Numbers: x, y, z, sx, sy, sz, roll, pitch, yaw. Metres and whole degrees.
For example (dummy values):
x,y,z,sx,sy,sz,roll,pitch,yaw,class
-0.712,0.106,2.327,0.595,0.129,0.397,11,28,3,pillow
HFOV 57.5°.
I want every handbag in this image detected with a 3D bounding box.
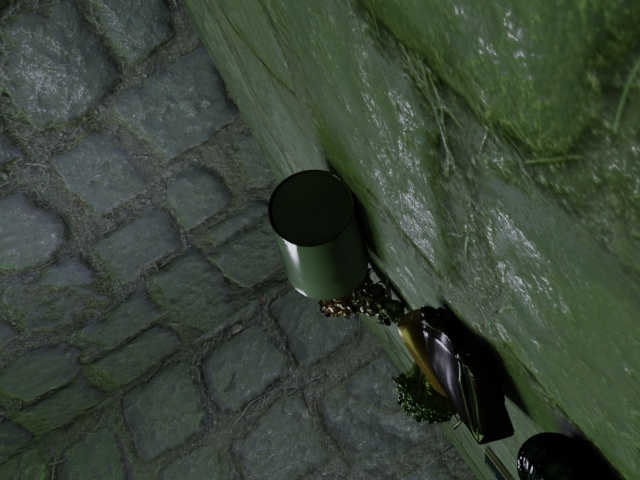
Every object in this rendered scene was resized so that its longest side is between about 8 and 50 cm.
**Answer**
x,y,z,sx,sy,sz,roll,pitch,yaw,class
0.334,0.300,1.366,0.285,0.113,0.257,-117,2,-64,handbag

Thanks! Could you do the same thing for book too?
x,y,z,sx,sy,sz,roll,pitch,yaw,class
0.703,0.908,2.253,0.191,0.025,0.269,52,174,33,book

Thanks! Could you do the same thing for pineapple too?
x,y,z,sx,sy,sz,roll,pitch,yaw,class
0.169,0.197,2.011,0.271,0.262,0.262,23,154,37,pineapple

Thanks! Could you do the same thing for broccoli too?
x,y,z,sx,sy,sz,roll,pitch,yaw,class
0.360,0.438,1.808,0.288,0.247,0.246,30,-119,-77,broccoli

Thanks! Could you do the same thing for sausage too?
x,y,z,sx,sy,sz,roll,pitch,yaw,class
0.333,0.340,1.633,0.328,0.112,0.112,56,175,-9,sausage

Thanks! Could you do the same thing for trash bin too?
x,y,z,sx,sy,sz,roll,pitch,yaw,class
0.000,0.000,1.784,0.280,0.280,0.432,54,172,26,trash bin

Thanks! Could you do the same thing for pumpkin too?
x,y,z,sx,sy,sz,roll,pitch,yaw,class
0.443,0.446,1.057,0.202,0.140,0.202,55,172,11,pumpkin

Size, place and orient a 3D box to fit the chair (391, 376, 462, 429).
x,y,z,sx,sy,sz,roll,pitch,yaw,class
0.428,0.635,2.319,0.272,0.166,0.188,52,174,45,chair
